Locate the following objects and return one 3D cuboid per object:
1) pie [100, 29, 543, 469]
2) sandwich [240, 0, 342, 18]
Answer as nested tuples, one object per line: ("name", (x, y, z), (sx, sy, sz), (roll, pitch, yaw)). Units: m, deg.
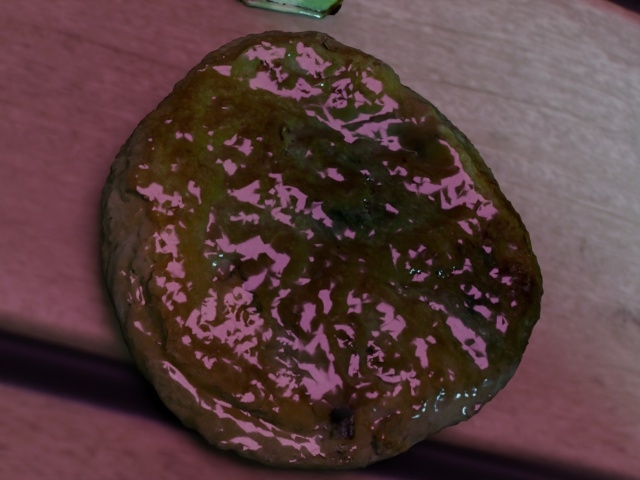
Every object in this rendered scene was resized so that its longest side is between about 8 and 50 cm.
("pie", (0.000, 0.000, 0.909), (0.277, 0.078, 0.277), (13, 57, -21))
("sandwich", (-0.013, -0.216, 1.023), (0.074, 0.074, 0.116), (7, 61, -26))
